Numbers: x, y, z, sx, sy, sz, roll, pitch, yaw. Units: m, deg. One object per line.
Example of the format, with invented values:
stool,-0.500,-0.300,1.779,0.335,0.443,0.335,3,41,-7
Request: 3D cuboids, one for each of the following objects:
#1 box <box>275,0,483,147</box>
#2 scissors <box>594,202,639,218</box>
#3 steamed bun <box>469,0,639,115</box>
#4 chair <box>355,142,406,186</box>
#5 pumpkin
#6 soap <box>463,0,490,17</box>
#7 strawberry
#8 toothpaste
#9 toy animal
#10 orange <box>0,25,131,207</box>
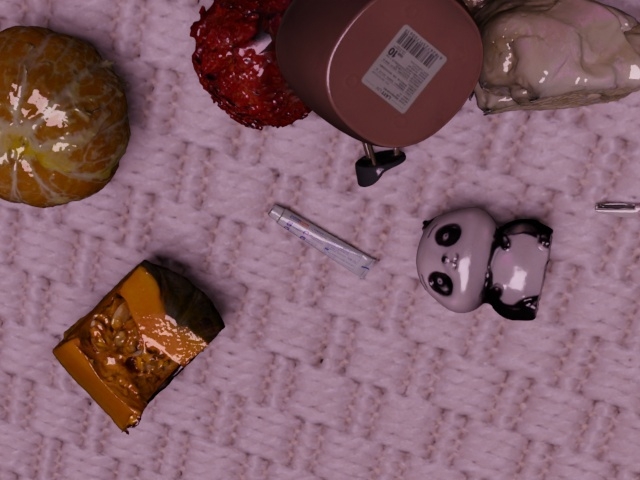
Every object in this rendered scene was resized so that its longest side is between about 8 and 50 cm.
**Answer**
box,0.101,-0.287,1.722,0.301,0.216,0.300,-5,112,-14
scissors,0.565,-0.049,1.976,0.176,0.022,0.085,5,115,7
steamed bun,0.372,-0.314,1.793,0.280,0.268,0.207,-5,90,-11
chair,0.095,-0.207,1.974,0.095,0.104,0.221,-9,109,-2
pumpkin,-0.339,0.192,2.153,0.303,0.256,0.225,-42,95,1
soap,0.135,-0.441,1.864,0.173,0.089,0.274,-41,101,24
strawberry,-0.096,-0.315,1.896,0.274,0.220,0.274,3,110,8
toothpaste,0.000,0.000,2.117,0.218,0.033,0.052,32,120,-6
toy animal,0.284,0.040,1.995,0.235,0.165,0.187,11,93,7
orange,-0.495,-0.216,2.011,0.329,0.249,0.329,7,117,14
